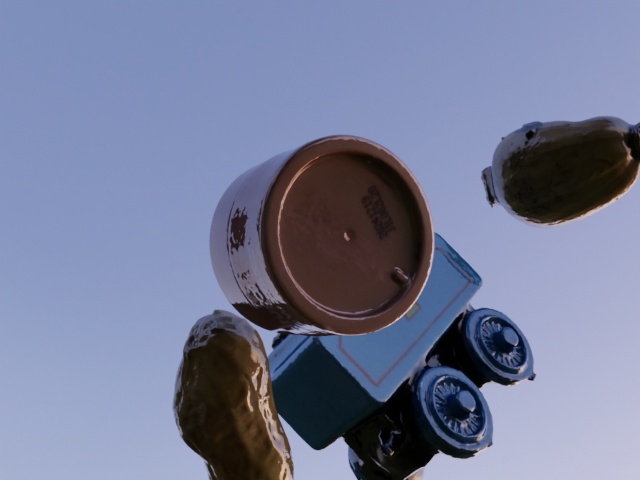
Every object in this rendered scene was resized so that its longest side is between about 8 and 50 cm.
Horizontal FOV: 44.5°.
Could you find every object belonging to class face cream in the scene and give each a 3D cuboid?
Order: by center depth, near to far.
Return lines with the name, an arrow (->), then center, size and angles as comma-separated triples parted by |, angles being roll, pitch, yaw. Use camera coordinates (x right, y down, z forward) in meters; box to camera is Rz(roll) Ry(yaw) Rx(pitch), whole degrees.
face cream -> 0.000, 0.000, 0.610 | 0.149, 0.149, 0.104 | 39, -22, -20

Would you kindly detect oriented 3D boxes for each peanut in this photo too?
peanut -> -0.079, 0.168, 0.721 | 0.100, 0.099, 0.214 | -14, -72, 14

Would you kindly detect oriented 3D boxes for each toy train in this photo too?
toy train -> 0.092, 0.143, 0.948 | 0.265, 0.300, 0.188 | 46, -47, 5

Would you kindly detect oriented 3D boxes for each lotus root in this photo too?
lotus root -> 0.341, -0.103, 1.122 | 0.257, 0.140, 0.154 | -21, -71, 31
